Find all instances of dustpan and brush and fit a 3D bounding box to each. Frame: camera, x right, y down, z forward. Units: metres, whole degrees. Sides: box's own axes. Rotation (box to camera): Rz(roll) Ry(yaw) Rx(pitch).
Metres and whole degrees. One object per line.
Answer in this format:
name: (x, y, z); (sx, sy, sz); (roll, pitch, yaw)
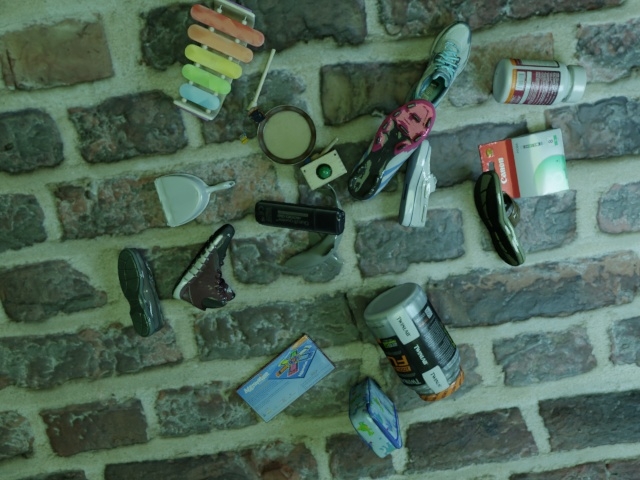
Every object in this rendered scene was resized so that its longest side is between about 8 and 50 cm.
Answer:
dustpan and brush: (-0.350, -0.136, 1.698); (0.211, 0.060, 0.147); (-15, 97, 8)

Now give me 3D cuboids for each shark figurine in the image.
shark figurine: (0.025, -0.015, 1.702); (0.166, 0.116, 0.278); (22, 102, -7)

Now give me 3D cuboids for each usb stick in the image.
usb stick: (-0.060, -0.066, 1.661); (0.278, 0.045, 0.077); (8, 108, 26)

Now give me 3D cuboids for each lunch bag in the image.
lunch bag: (0.165, 0.523, 1.759); (0.090, 0.219, 0.176); (-35, 100, 12)

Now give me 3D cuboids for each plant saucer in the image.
plant saucer: (-0.094, -0.298, 1.681); (0.169, 0.029, 0.168); (0, 102, -2)

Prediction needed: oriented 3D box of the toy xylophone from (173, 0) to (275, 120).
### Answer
toy xylophone: (-0.257, -0.480, 1.612); (0.236, 0.081, 0.322); (15, 101, -5)

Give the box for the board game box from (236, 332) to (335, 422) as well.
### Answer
board game box: (-0.107, 0.424, 1.828); (0.281, 0.027, 0.145); (-40, 101, 6)

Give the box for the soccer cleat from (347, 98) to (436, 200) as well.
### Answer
soccer cleat: (0.190, -0.252, 1.636); (0.116, 0.143, 0.331); (41, 107, 2)

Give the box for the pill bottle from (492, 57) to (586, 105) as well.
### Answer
pill bottle: (0.599, -0.433, 1.629); (0.221, 0.121, 0.121); (2, 101, -2)

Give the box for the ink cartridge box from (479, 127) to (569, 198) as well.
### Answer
ink cartridge box: (0.587, -0.212, 1.709); (0.225, 0.056, 0.180); (-13, 101, -1)

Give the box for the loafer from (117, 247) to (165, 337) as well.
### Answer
loafer: (-0.523, 0.147, 1.744); (0.096, 0.084, 0.267); (-5, 99, 31)

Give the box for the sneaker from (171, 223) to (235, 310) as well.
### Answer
sneaker: (-0.294, 0.092, 1.726); (0.163, 0.106, 0.281); (36, 109, -13)

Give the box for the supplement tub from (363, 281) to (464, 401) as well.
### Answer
supplement tub: (0.279, 0.298, 1.730); (0.194, 0.193, 0.316); (-31, 100, 4)

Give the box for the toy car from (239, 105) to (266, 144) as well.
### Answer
toy car: (-0.204, -0.326, 1.645); (0.122, 0.060, 0.040); (-44, 61, 25)

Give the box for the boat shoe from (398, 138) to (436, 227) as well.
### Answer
boat shoe: (0.288, -0.161, 1.697); (0.084, 0.095, 0.258); (7, 112, -7)

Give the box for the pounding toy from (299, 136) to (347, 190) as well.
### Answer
pounding toy: (0.009, -0.215, 1.644); (0.130, 0.141, 0.100); (-28, 101, 4)

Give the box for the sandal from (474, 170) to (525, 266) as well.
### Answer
sandal: (0.529, -0.069, 1.715); (0.086, 0.120, 0.302); (-30, 109, -13)

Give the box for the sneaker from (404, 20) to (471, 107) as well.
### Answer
sneaker: (0.337, -0.460, 1.614); (0.110, 0.122, 0.283); (25, 100, -7)
